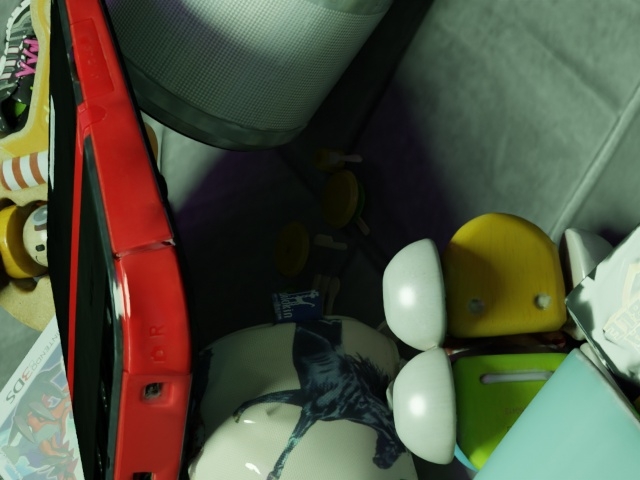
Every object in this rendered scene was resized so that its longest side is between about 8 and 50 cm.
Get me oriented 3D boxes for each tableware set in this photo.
[{"bbox_3d":[0.000,0.000,1.466,0.104,0.024,0.154,10,90,56],"label":"tableware set"}]

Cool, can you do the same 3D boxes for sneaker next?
[{"bbox_3d":[-0.298,-0.176,1.856,0.170,0.063,0.075,-58,42,32],"label":"sneaker"}]

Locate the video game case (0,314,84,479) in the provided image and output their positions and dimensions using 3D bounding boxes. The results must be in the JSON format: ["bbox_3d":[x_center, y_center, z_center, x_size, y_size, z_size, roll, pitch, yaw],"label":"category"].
[{"bbox_3d":[-0.205,0.158,1.567,0.201,0.023,0.183,42,100,39],"label":"video game case"}]

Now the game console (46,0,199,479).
[{"bbox_3d":[-0.160,0.030,1.377,0.386,0.060,0.342,103,157,-53],"label":"game console"}]

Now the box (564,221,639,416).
[{"bbox_3d":[0.306,-0.048,0.891,0.322,0.257,0.079,-49,60,32],"label":"box"}]

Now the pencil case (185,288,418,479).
[{"bbox_3d":[0.019,0.242,1.260,0.183,0.160,0.410,-24,59,13],"label":"pencil case"}]

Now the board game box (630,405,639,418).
[{"bbox_3d":[0.171,0.226,1.103,0.039,0.124,0.259,-127,54,-72],"label":"board game box"}]

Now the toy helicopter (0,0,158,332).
[{"bbox_3d":[-0.234,-0.076,1.673,0.235,0.140,0.355,22,114,28],"label":"toy helicopter"}]

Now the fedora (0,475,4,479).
[{"bbox_3d":[-0.358,0.312,1.713,0.124,0.244,0.275,-147,61,-80],"label":"fedora"}]

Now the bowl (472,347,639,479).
[{"bbox_3d":[0.159,0.228,0.928,0.163,0.311,0.311,-36,47,2],"label":"bowl"}]

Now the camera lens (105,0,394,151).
[{"bbox_3d":[-0.050,-0.225,1.423,0.274,0.219,0.219,-54,44,28],"label":"camera lens"}]

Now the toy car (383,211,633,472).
[{"bbox_3d":[0.122,0.080,1.209,0.136,0.159,0.182,103,163,-69],"label":"toy car"}]
